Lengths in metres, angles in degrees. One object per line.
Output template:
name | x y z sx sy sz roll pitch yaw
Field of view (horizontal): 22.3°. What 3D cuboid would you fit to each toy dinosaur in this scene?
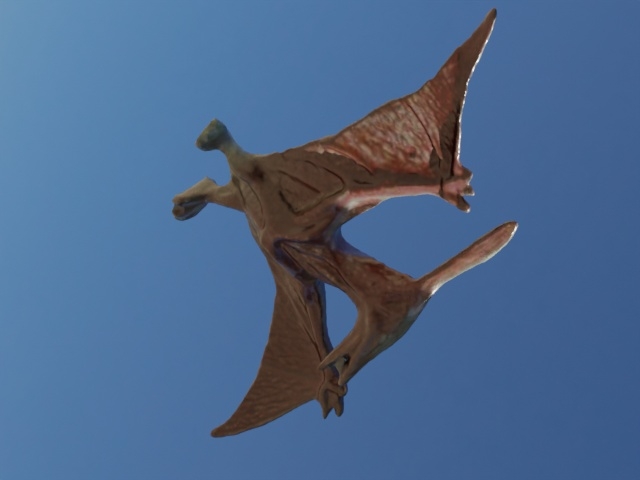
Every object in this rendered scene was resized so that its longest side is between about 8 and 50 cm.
toy dinosaur | 0.001 -0.001 0.570 0.032 0.108 0.220 -32 158 -48
